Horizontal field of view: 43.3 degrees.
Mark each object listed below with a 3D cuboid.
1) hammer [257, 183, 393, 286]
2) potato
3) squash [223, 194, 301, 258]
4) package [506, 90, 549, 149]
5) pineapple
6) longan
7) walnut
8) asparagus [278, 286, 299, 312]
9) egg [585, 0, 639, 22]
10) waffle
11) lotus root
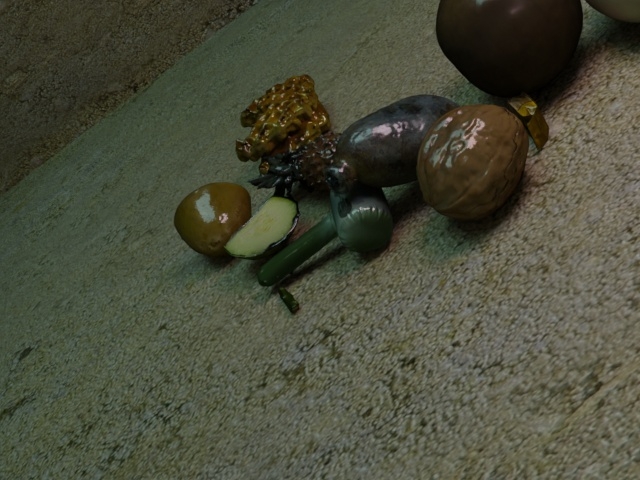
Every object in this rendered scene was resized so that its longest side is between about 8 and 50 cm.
[{"bbox_3d":[0.000,0.000,1.705,0.335,0.119,0.206,-37,28,17],"label":"hammer"},{"bbox_3d":[-0.255,-0.029,1.989,0.203,0.178,0.158,-15,45,-6],"label":"potato"},{"bbox_3d":[-0.105,-0.005,1.844,0.192,0.085,0.184,-48,33,-15],"label":"squash"},{"bbox_3d":[0.416,-0.238,1.587,0.047,0.071,0.131,-30,28,10],"label":"package"},{"bbox_3d":[-0.025,-0.178,1.931,0.364,0.165,0.165,3,49,54],"label":"pineapple"},{"bbox_3d":[0.389,-0.446,1.676,0.319,0.319,0.319,-28,31,19],"label":"longan"},{"bbox_3d":[0.282,-0.148,1.498,0.245,0.198,0.198,-56,32,-10],"label":"walnut"},{"bbox_3d":[-0.067,0.122,1.685,0.025,0.021,0.108,-37,28,-5],"label":"asparagus"},{"bbox_3d":[0.633,-0.573,1.588,0.283,0.283,0.345,-23,30,26],"label":"egg"},{"bbox_3d":[-0.107,-0.323,2.236,0.261,0.151,0.324,-33,31,18],"label":"waffle"},{"bbox_3d":[0.157,-0.199,1.633,0.350,0.175,0.175,-21,23,-21],"label":"lotus root"}]
